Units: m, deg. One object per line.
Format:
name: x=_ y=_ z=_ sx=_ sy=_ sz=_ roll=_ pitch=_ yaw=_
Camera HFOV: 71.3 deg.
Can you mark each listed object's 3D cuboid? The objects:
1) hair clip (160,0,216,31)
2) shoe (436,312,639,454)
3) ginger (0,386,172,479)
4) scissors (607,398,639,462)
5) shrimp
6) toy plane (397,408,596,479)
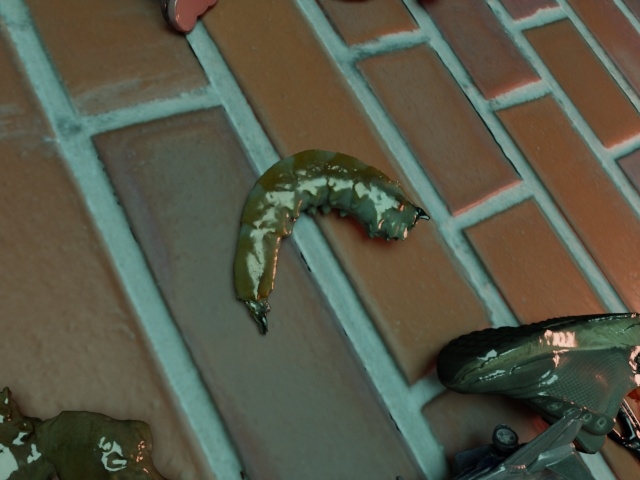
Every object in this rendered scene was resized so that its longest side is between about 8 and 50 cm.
hair clip: x=-0.197 y=-0.392 z=0.632 sx=0.102 sy=0.138 sz=0.123 roll=34 pitch=54 yaw=-10
shoe: x=0.306 y=0.196 z=0.592 sx=0.336 sy=0.132 sz=0.171 roll=-4 pitch=81 yaw=-22
ginger: x=-0.245 y=0.203 z=0.399 sx=0.290 sy=0.084 sz=0.122 roll=25 pitch=56 yaw=-10
scissors: x=0.493 y=0.336 z=0.650 sx=0.109 sy=0.022 sz=0.300 roll=-19 pitch=75 yaw=-23
shrimp: x=-0.006 y=-0.031 z=0.593 sx=0.287 sy=0.068 sz=0.185 roll=-32 pitch=80 yaw=-26
toy plane: x=0.177 y=0.286 z=0.522 sx=0.267 sy=0.212 sz=0.088 roll=-7 pitch=27 yaw=-4
